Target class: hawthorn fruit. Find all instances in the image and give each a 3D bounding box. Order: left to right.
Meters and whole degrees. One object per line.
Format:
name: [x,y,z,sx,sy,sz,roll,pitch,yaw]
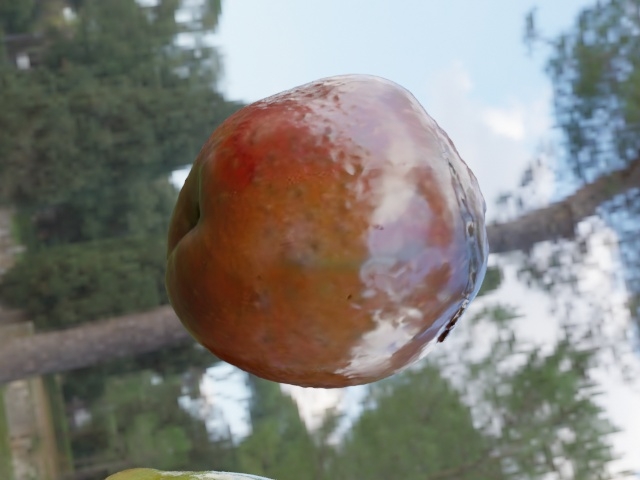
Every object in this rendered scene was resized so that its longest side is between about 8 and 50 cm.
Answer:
hawthorn fruit: [0.000,0.000,0.800,0.173,0.173,0.173,172,-90,-78]

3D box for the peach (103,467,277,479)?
peach: [-0.060,0.311,1.038,0.281,0.314,0.316,126,-19,-58]
